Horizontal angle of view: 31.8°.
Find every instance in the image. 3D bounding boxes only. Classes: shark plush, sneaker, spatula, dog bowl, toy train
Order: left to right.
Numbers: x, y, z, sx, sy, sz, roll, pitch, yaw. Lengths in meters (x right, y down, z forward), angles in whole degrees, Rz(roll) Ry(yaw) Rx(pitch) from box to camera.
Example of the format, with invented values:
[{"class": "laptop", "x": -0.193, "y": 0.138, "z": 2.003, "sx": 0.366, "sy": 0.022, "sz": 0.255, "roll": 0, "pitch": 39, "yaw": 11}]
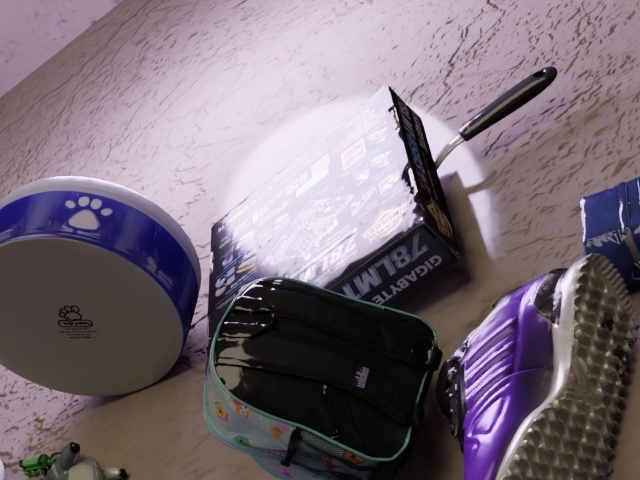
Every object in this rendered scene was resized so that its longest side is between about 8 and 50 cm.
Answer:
[{"class": "toy train", "x": -0.326, "y": 0.263, "z": 1.325, "sx": 0.083, "sy": 0.023, "sz": 0.017, "roll": -16, "pitch": 36, "yaw": 35}, {"class": "shark plush", "x": -0.289, "y": 0.266, "z": 1.234, "sx": 0.161, "sy": 0.073, "sz": 0.067, "roll": -8, "pitch": 50, "yaw": 43}, {"class": "dog bowl", "x": -0.277, "y": 0.059, "z": 1.309, "sx": 0.265, "sy": 0.265, "sz": 0.104, "roll": -24, "pitch": 35, "yaw": 25}, {"class": "spatula", "x": 0.148, "y": -0.097, "z": 1.268, "sx": 0.296, "sy": 0.030, "sz": 0.084, "roll": -41, "pitch": 28, "yaw": 14}, {"class": "sneaker", "x": 0.149, "y": 0.142, "z": 0.891, "sx": 0.146, "sy": 0.102, "sz": 0.293, "roll": -17, "pitch": 31, "yaw": 42}]

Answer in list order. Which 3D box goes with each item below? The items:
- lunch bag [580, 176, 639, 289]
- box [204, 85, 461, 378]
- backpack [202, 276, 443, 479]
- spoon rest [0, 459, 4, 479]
[{"class": "lunch bag", "x": 0.270, "y": -0.005, "z": 0.978, "sx": 0.065, "sy": 0.067, "sz": 0.098, "roll": -24, "pitch": 33, "yaw": 26}, {"class": "box", "x": 0.000, "y": 0.000, "z": 1.245, "sx": 0.295, "sy": 0.073, "sz": 0.293, "roll": -38, "pitch": 30, "yaw": 19}, {"class": "backpack", "x": -0.009, "y": 0.127, "z": 0.986, "sx": 0.144, "sy": 0.188, "sz": 0.166, "roll": 115, "pitch": 178, "yaw": -51}, {"class": "spoon rest", "x": -0.502, "y": 0.308, "z": 1.427, "sx": 0.276, "sy": 0.084, "sz": 0.137, "roll": 11, "pitch": 56, "yaw": 38}]
